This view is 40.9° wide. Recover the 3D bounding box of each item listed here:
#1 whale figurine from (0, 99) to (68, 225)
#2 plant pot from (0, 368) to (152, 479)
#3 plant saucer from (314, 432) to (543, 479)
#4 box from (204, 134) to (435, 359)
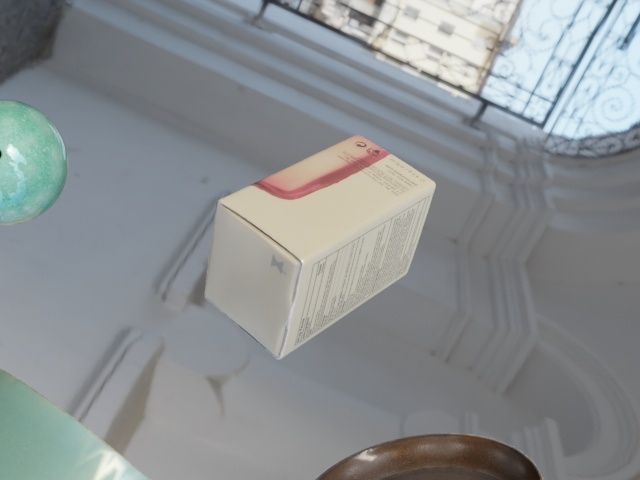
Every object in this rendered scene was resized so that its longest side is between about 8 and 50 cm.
[{"bbox_3d":[-0.486,-0.107,1.168,0.141,0.272,0.216,171,-82,-77],"label":"whale figurine"},{"bbox_3d":[-0.274,0.300,0.793,0.235,0.293,0.293,-52,177,-24],"label":"plant pot"},{"bbox_3d":[0.125,0.338,1.076,0.310,0.311,0.050,-75,155,-75],"label":"plant saucer"},{"bbox_3d":[0.000,0.000,0.969,0.232,0.127,0.148,-29,145,-41],"label":"box"}]
